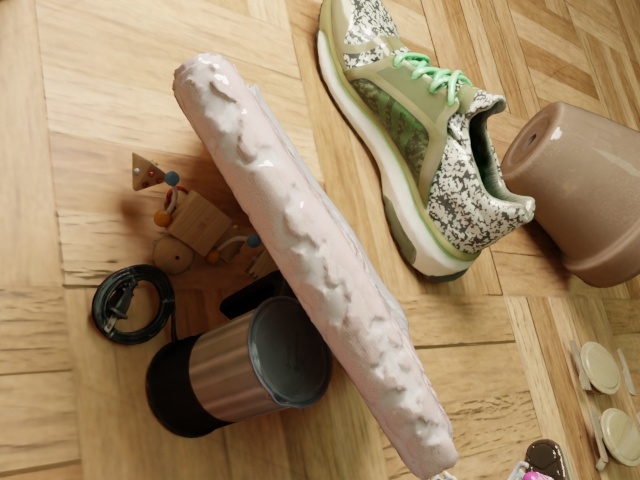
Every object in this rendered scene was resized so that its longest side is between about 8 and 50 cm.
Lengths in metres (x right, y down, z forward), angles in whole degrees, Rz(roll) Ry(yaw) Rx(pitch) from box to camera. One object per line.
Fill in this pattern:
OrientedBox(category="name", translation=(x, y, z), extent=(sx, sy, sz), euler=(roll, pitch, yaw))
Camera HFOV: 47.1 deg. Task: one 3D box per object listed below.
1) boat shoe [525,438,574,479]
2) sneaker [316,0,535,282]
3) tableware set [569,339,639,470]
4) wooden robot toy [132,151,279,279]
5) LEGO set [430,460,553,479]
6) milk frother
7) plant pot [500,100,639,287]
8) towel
OrientedBox(category="boat shoe", translation=(0.301, 0.346, 0.906), extent=(0.072, 0.068, 0.190), euler=(42, 43, -41))
OrientedBox(category="sneaker", translation=(0.143, -0.164, 0.907), extent=(0.158, 0.182, 0.410), euler=(-23, 87, -50))
OrientedBox(category="tableware set", translation=(0.433, 0.250, 1.119), extent=(0.128, 0.039, 0.194), euler=(13, 55, -30))
OrientedBox(category="wooden robot toy", translation=(-0.116, 0.002, 0.651), extent=(0.173, 0.076, 0.079), euler=(40, 81, -27))
OrientedBox(category="LEGO set", translation=(0.110, 0.324, 0.681), extent=(0.107, 0.132, 0.287), euler=(40, 67, -3))
OrientedBox(category="milk frother", translation=(-0.088, 0.074, 0.569), extent=(0.143, 0.134, 0.129), euler=(23, 54, -38))
OrientedBox(category="plant pot", translation=(0.414, -0.093, 1.139), extent=(0.229, 0.263, 0.263), euler=(34, 46, -8))
OrientedBox(category="towel", translation=(0.000, 0.000, 0.638), extent=(0.332, 0.053, 0.317), euler=(57, 5, -8))
